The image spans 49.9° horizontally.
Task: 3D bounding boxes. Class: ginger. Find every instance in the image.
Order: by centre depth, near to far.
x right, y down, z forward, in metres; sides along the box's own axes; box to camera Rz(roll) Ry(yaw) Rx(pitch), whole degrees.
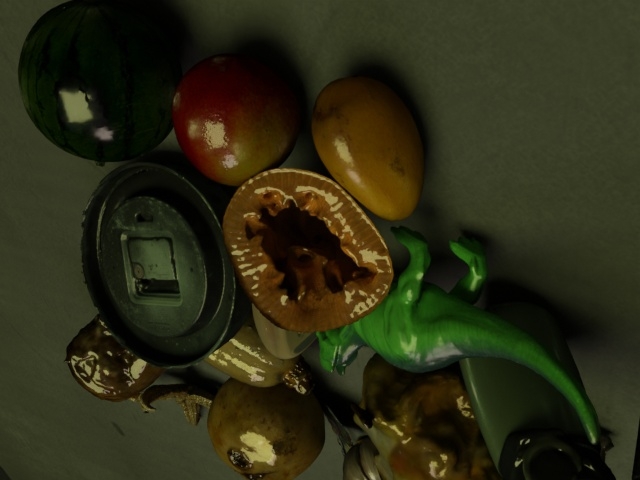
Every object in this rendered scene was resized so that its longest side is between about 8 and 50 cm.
[{"bbox_3d":[-0.448,0.249,1.602,0.200,0.269,0.223,46,179,-1],"label":"ginger"}]

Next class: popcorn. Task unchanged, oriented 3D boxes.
[{"bbox_3d":[0.200,0.353,1.223,0.297,0.280,0.316,42,143,46],"label":"popcorn"}]

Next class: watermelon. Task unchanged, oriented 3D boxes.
[{"bbox_3d":[-0.323,-0.234,1.022,0.242,0.242,0.242,18,136,18],"label":"watermelon"}]

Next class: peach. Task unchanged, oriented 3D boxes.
[{"bbox_3d":[-0.124,-0.179,0.981,0.197,0.197,0.197,18,136,18],"label":"peach"}]

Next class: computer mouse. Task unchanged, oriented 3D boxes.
[{"bbox_3d":[-0.057,0.110,1.237,0.082,0.145,0.237,28,142,32],"label":"computer mouse"}]

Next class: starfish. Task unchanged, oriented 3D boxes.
[{"bbox_3d":[-0.340,0.405,1.714,0.375,0.094,0.327,0,159,32],"label":"starfish"}]

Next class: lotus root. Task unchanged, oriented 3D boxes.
[{"bbox_3d":[-0.152,0.192,1.376,0.342,0.151,0.169,30,123,6],"label":"lotus root"}]

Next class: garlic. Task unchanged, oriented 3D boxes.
[{"bbox_3d":[0.106,0.442,1.414,0.127,0.194,0.131,12,136,-11],"label":"garlic"}]

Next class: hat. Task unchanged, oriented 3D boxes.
[{"bbox_3d":[0.000,0.000,1.065,0.244,0.233,0.234,2,99,10],"label":"hat"}]

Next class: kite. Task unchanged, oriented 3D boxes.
[{"bbox_3d":[0.055,0.455,1.551,0.152,0.015,0.286,42,157,48],"label":"kite"}]

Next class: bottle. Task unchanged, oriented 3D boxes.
[{"bbox_3d":[0.305,0.258,0.968,0.168,0.347,0.169,-3,132,-3],"label":"bottle"}]

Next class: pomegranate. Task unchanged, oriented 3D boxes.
[{"bbox_3d":[-0.114,0.388,1.466,0.260,0.260,0.260,18,136,18],"label":"pomegranate"}]

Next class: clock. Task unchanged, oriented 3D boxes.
[{"bbox_3d":[-0.286,0.043,1.264,0.386,0.076,0.386,8,105,30],"label":"clock"}]

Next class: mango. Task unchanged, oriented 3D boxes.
[{"bbox_3d":[0.072,-0.121,0.935,0.112,0.145,0.219,6,135,51],"label":"mango"}]

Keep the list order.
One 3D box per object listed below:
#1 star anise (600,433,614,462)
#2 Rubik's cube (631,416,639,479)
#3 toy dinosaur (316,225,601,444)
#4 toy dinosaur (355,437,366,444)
[{"bbox_3d":[0.367,0.454,1.228,0.359,0.316,0.139,-50,60,12],"label":"star anise"},{"bbox_3d":[0.627,0.322,0.832,0.362,0.359,0.363,46,136,-10],"label":"Rubik's cube"},{"bbox_3d":[0.143,0.189,1.021,0.143,0.500,0.375,8,126,-32],"label":"toy dinosaur"},{"bbox_3d":[0.106,0.474,1.558,0.058,0.037,0.180,51,135,18],"label":"toy dinosaur"}]
